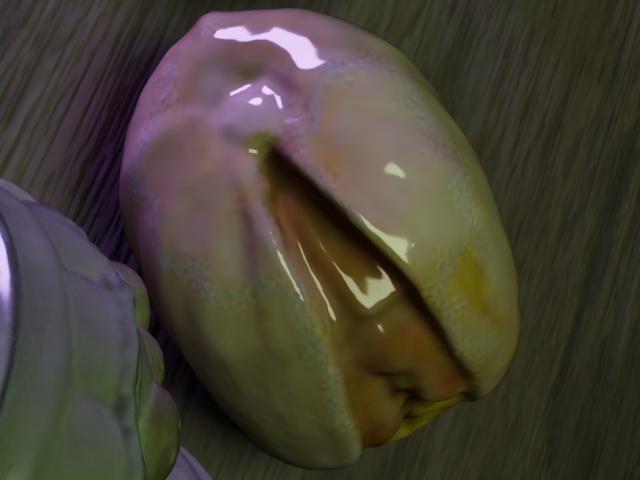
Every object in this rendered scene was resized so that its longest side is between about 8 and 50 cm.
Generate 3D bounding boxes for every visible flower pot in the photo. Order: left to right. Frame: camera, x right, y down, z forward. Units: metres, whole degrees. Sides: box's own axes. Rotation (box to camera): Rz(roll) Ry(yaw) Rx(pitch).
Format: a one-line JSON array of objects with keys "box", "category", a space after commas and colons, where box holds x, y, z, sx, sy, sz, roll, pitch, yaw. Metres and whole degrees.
[{"box": [-0.184, 0.131, 0.614, 0.244, 0.307, 0.307, 51, 55, -48], "category": "flower pot"}]

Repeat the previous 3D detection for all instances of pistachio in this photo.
[{"box": [0.000, 0.000, 0.833, 0.230, 0.230, 0.309, -50, 124, -32], "category": "pistachio"}]
